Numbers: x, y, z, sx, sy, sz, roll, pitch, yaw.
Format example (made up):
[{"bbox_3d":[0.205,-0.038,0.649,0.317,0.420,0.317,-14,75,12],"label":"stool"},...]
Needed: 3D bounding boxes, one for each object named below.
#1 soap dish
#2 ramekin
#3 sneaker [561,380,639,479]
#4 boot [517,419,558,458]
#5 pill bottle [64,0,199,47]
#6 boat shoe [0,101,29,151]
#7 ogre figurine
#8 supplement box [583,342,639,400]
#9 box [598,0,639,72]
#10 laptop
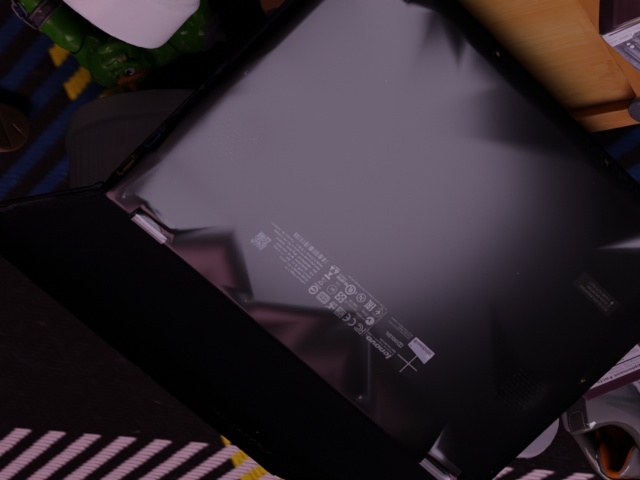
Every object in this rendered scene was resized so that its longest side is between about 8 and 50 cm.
[{"bbox_3d":[0.115,-0.165,1.427,0.291,0.118,0.229,-10,137,32],"label":"soap dish"},{"bbox_3d":[-0.108,-0.039,1.627,0.207,0.109,0.207,2,164,0],"label":"ramekin"},{"bbox_3d":[0.304,0.200,1.847,0.100,0.108,0.271,-21,132,37],"label":"sneaker"},{"bbox_3d":[0.108,0.088,1.787,0.123,0.095,0.258,6,131,60],"label":"boot"},{"bbox_3d":[-0.051,-0.266,1.201,0.169,0.169,0.301,35,111,-24],"label":"pill bottle"},{"bbox_3d":[-0.327,-0.117,1.717,0.153,0.056,0.048,19,175,-13],"label":"boat shoe"},{"bbox_3d":[-0.148,-0.183,1.531,0.197,0.097,0.118,-25,111,23],"label":"ogre figurine"},{"bbox_3d":[0.207,0.033,1.654,0.081,0.104,0.188,-25,129,25],"label":"supplement box"},{"bbox_3d":[0.283,-0.160,1.221,0.076,0.242,0.307,-18,142,35],"label":"box"},{"bbox_3d":[0.000,0.000,1.502,0.408,0.236,0.382,-44,115,9],"label":"laptop"}]
